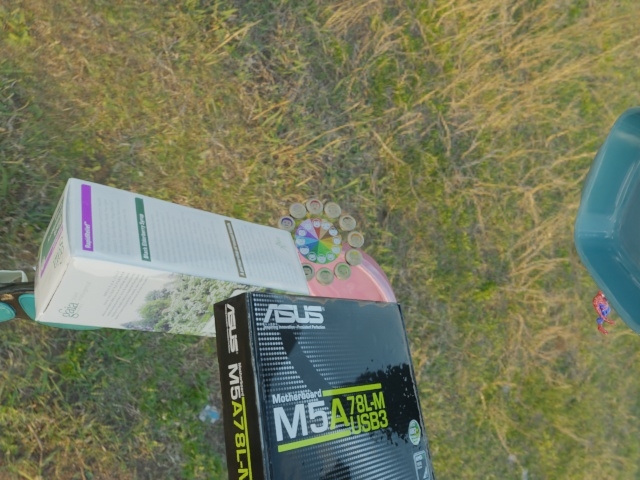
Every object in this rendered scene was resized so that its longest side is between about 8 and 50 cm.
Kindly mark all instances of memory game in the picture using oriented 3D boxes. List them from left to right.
[{"bbox_3d":[0.000,0.000,0.999,0.186,0.012,0.186,7,66,-16],"label":"memory game"}]

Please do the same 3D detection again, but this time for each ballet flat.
[{"bbox_3d":[-0.473,0.086,0.824,0.280,0.096,0.095,2,140,-5],"label":"ballet flat"}]

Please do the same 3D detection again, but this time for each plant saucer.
[{"bbox_3d":[0.050,0.123,1.284,0.084,0.332,0.332,-48,124,-40],"label":"plant saucer"}]

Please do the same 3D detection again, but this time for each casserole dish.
[{"bbox_3d":[0.209,-0.016,0.316,0.188,0.037,0.114,-66,168,-66],"label":"casserole dish"}]

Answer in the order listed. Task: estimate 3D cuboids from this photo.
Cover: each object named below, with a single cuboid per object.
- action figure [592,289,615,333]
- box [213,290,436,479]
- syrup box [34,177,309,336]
[{"bbox_3d":[0.494,0.119,0.892,0.038,0.030,0.115,-44,129,-10],"label":"action figure"},{"bbox_3d":[0.013,0.135,0.388,0.191,0.045,0.184,12,65,-47],"label":"box"},{"bbox_3d":[-0.138,0.028,0.503,0.237,0.096,0.093,14,130,-37],"label":"syrup box"}]
